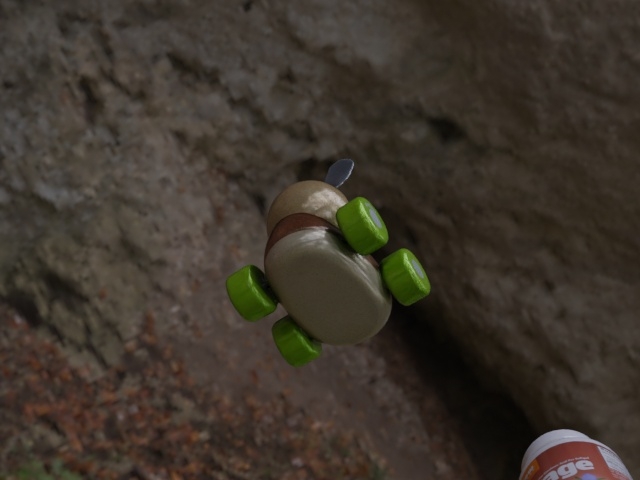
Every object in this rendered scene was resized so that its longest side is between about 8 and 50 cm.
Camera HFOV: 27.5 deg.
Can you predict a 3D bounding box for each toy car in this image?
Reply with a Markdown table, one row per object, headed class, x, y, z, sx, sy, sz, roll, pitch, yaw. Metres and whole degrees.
| class | x | y | z | sx | sy | sz | roll | pitch | yaw |
| --- | --- | --- | --- | --- | --- | --- | --- | --- | --- |
| toy car | 0.000 | 0.000 | 1.286 | 0.149 | 0.155 | 0.188 | 48 | 19 | -34 |

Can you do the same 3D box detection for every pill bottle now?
| class | x | y | z | sx | sy | sz | roll | pitch | yaw |
| --- | --- | --- | --- | --- | --- | --- | --- | --- | --- |
| pill bottle | 0.266 | 0.274 | 1.328 | 0.121 | 0.121 | 0.216 | 62 | 5 | -12 |
